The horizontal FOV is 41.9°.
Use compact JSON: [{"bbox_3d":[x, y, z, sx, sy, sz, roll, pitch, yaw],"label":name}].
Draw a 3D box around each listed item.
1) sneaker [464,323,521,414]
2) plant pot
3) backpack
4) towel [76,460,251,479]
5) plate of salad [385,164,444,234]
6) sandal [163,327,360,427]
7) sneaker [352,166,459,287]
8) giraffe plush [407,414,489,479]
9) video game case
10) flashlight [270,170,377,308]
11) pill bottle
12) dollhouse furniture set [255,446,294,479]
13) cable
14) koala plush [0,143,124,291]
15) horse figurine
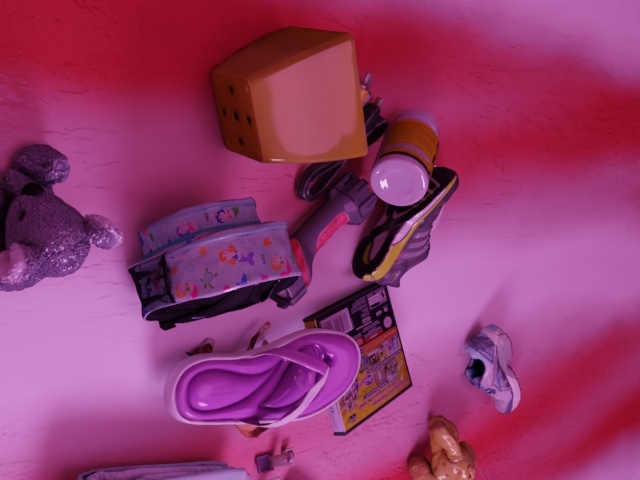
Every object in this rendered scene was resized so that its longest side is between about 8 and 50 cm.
[{"bbox_3d":[0.443,0.357,2.218,0.122,0.110,0.283,-29,119,-18],"label":"sneaker"},{"bbox_3d":[-0.066,-0.238,1.435,0.187,0.212,0.212,-21,116,-28],"label":"plant pot"},{"bbox_3d":[-0.163,0.033,1.360,0.225,0.253,0.191,-9,87,-44],"label":"backpack"},{"bbox_3d":[-0.291,0.548,1.443,0.374,0.090,0.321,12,91,-47],"label":"towel"},{"bbox_3d":[0.207,-0.082,1.866,0.200,0.048,0.200,-17,115,-40],"label":"plate of salad"},{"bbox_3d":[-0.079,0.266,1.516,0.416,0.102,0.169,-8,98,-35],"label":"sandal"},{"bbox_3d":[0.195,-0.026,1.781,0.121,0.111,0.300,31,103,-41],"label":"sneaker"},{"bbox_3d":[0.292,0.563,2.069,0.170,0.210,0.181,-39,148,8],"label":"giraffe plush"},{"bbox_3d":[0.085,0.240,1.758,0.275,0.035,0.248,-22,98,-51],"label":"video game case"},{"bbox_3d":[0.000,0.000,1.635,0.304,0.103,0.103,-45,156,-30],"label":"flashlight"},{"bbox_3d":[0.179,-0.177,1.717,0.208,0.119,0.119,-68,144,-47],"label":"pill bottle"},{"bbox_3d":[-0.062,0.478,1.678,0.091,0.081,0.114,-1,75,-47],"label":"dollhouse furniture set"},{"bbox_3d":[0.043,-0.193,1.681,0.287,0.072,0.139,-53,151,-7],"label":"cable"},{"bbox_3d":[-0.385,-0.009,1.132,0.196,0.221,0.203,-23,117,-42],"label":"koala plush"},{"bbox_3d":[-0.140,0.279,1.586,0.174,0.066,0.263,-36,122,-42],"label":"horse figurine"}]
